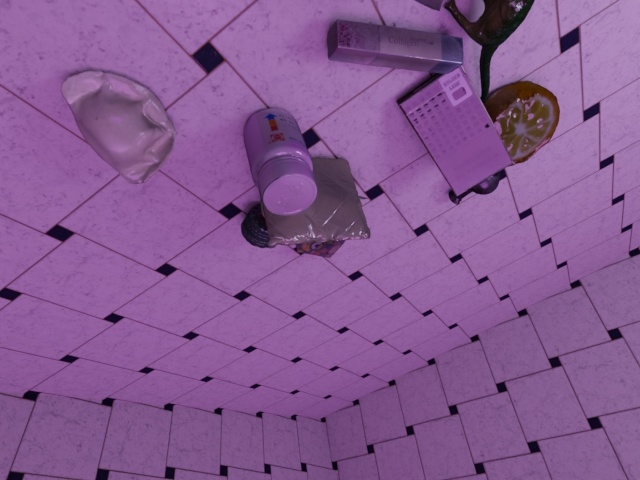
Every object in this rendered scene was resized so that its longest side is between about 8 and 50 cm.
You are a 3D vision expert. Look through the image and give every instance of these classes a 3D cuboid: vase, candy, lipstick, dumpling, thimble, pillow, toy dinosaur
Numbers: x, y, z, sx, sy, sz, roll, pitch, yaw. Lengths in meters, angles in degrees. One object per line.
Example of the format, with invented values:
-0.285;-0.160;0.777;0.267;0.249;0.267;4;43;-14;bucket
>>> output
0.508;-0.186;1.355;0.120;0.120;0.183;5;150;-27;vase
0.568;-0.335;1.188;0.259;0.118;0.260;-12;139;-11;candy
0.174;-0.438;0.924;0.317;0.066;0.068;-2;-179;-18;lipstick
-0.430;-0.259;0.893;0.179;0.131;0.252;-37;120;-8;dumpling
-0.170;-0.044;1.240;0.135;0.119;0.090;2;143;-38;thimble
-0.027;-0.109;1.098;0.280;0.275;0.076;-5;153;-17;pillow
0.430;-0.455;0.909;0.301;0.447;0.087;46;75;-20;toy dinosaur

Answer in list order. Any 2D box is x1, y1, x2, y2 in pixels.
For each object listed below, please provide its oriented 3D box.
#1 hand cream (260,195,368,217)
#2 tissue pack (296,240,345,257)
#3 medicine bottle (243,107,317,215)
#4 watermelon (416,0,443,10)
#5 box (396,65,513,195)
-0.024;-0.120;1.206;0.305;0.147;0.093;-8;101;-15;hand cream
0.000;0.000;1.405;0.148;0.060;0.109;13;133;-35;tissue pack
-0.099;-0.192;0.978;0.151;0.255;0.152;-12;143;-9;medicine bottle
0.171;-0.617;0.641;0.222;0.319;0.292;-51;-179;-4;watermelon
0.370;-0.295;1.102;0.180;0.047;0.325;-32;114;21;box
